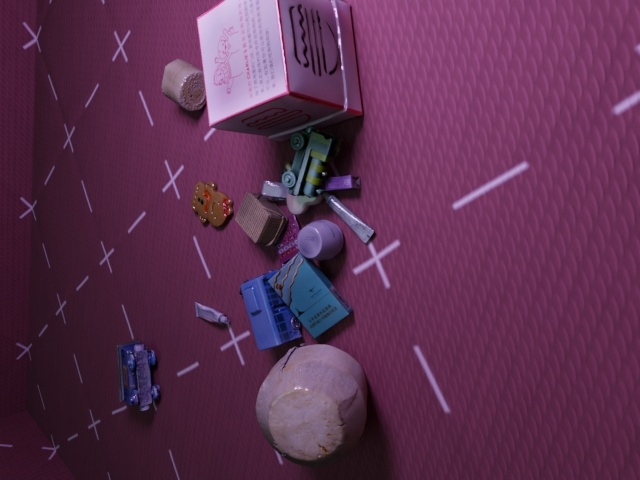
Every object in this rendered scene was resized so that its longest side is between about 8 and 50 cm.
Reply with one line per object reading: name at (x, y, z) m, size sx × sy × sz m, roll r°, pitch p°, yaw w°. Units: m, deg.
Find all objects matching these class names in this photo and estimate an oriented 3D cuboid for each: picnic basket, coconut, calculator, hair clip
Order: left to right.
picnic basket at (-0.190, -0.071, 1.389) m, size 0.164 × 0.079 × 0.115 m, roll 45°, pitch 115°, yaw 38°
calculator at (-0.092, 0.021, 1.371) m, size 0.126 × 0.034 × 0.191 m, roll -30°, pitch 70°, yaw 37°
hair clip at (-0.082, -0.159, 1.328) m, size 0.218 × 0.071 × 0.159 m, roll 9°, pitch 98°, yaw 34°
coconut at (-0.014, 0.439, 1.199) m, size 0.322 × 0.322 × 0.323 m, roll 4°, pitch 97°, yaw 38°

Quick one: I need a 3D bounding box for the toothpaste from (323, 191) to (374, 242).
toothpaste at (0.074, -0.072, 1.230) m, size 0.197 × 0.029 × 0.048 m, roll 46°, pitch 123°, yaw 23°

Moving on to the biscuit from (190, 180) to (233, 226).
biscuit at (-0.403, -0.130, 1.604) m, size 0.225 × 0.036 × 0.166 m, roll 33°, pitch 113°, yaw 31°

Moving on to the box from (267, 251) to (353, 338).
box at (-0.033, 0.161, 1.293) m, size 0.229 × 0.041 × 0.162 m, roll 50°, pitch 123°, yaw 4°

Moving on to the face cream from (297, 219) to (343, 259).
face cream at (0.000, 0.000, 1.247) m, size 0.117 × 0.104 × 0.117 m, roll 6°, pitch 100°, yaw 40°

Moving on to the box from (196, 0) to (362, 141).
box at (-0.107, -0.464, 1.161) m, size 0.312 × 0.300 × 0.315 m, roll -7°, pitch 90°, yaw 38°

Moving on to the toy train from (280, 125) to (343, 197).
toy train at (-0.028, -0.209, 1.205) m, size 0.132 × 0.083 × 0.200 m, roll 28°, pitch 115°, yaw 25°

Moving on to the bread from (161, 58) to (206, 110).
bread at (-0.485, -0.559, 1.564) m, size 0.141 × 0.134 × 0.148 m, roll 37°, pitch 103°, yaw 30°

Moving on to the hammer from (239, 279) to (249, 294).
hammer at (-0.215, 0.207, 1.494) m, size 0.178 × 0.021 × 0.065 m, roll 39°, pitch 116°, yaw 29°

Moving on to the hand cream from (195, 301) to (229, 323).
hand cream at (-0.417, 0.286, 1.660) m, size 0.216 × 0.038 × 0.052 m, roll 8°, pitch 75°, yaw 44°

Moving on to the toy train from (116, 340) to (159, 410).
toy train at (-0.820, 0.602, 1.958) m, size 0.201 × 0.131 × 0.300 m, roll 3°, pitch 95°, yaw 46°

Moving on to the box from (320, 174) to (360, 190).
box at (0.052, -0.160, 1.225) m, size 0.117 × 0.050 × 0.036 m, roll 0°, pitch 93°, yaw 37°

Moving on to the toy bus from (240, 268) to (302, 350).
toy bus at (-0.160, 0.217, 1.378) m, size 0.116 × 0.133 × 0.234 m, roll -25°, pitch 79°, yaw 38°
